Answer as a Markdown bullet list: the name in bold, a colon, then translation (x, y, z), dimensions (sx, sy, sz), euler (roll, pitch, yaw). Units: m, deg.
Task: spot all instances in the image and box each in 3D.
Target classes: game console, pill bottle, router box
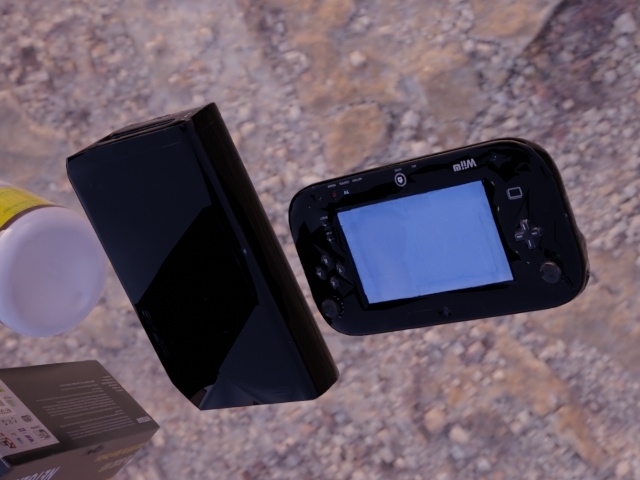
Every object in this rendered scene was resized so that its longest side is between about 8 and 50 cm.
- **game console**: translation (0.000, 0.000, 0.911), dimensions (0.361, 0.044, 0.213), euler (-12, 110, 39)
- **pill bottle**: translation (-0.295, 0.006, 1.295), dimensions (0.215, 0.117, 0.117), euler (20, 119, 47)
- **router box**: translation (-0.258, 0.196, 0.966), dimensions (0.081, 0.309, 0.243), euler (45, 95, 9)
